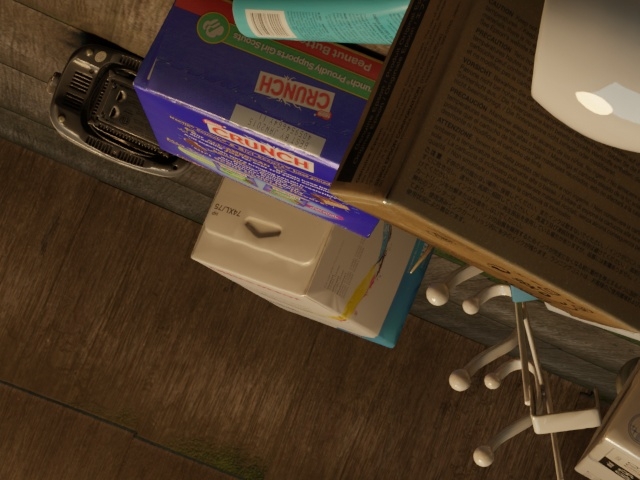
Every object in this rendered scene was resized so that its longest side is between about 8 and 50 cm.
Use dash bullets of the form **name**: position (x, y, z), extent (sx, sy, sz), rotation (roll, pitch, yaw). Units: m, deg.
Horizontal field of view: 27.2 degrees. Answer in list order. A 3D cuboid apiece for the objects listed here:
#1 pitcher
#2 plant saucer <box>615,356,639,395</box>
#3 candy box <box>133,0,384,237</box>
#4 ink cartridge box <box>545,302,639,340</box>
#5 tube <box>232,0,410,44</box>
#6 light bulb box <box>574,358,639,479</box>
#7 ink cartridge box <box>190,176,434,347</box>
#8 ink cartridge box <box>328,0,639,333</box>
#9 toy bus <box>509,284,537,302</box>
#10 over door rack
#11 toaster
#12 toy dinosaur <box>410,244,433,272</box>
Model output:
- **pitcher**: position (0.224, -0.116, 0.708), extent (0.207, 0.125, 0.178), rotation (10, 154, 11)
- **plant saucer**: position (0.614, 0.246, 1.839), extent (0.400, 0.100, 0.400), rotation (19, -158, -8)
- **candy box**: position (-0.035, -0.121, 1.352), extent (0.268, 0.122, 0.317), rotation (23, 174, 0)
- **ink cartridge box**: position (0.414, 0.067, 1.599), extent (0.324, 0.071, 0.330), rotation (19, 168, 22)
- **tube**: position (0.025, -0.181, 1.054), extent (0.207, 0.052, 0.080), rotation (11, 172, 33)
- **light bulb box**: position (0.467, 0.211, 1.272), extent (0.361, 0.225, 0.358), rotation (31, 171, 14)
- **ink cartridge box**: position (0.000, 0.000, 1.814), extent (0.198, 0.197, 0.270), rotation (18, 172, 33)
- **ink cartridge box**: position (0.150, -0.069, 0.902), extent (0.235, 0.193, 0.088), rotation (26, 174, -26)
- **toy bus**: position (0.195, -0.067, 1.112), extent (0.104, 0.202, 0.191), rotation (-9, 161, 5)
- **over door rack**: position (0.182, 0.145, 1.236), extent (0.324, 0.108, 0.239), rotation (-105, -4, -55)
- **toaster**: position (-0.236, -0.157, 1.676), extent (0.227, 0.129, 0.146), rotation (22, 177, -14)
- **toy dinosaur**: position (0.126, -0.059, 1.263), extent (0.053, 0.183, 0.092), rotation (10, 144, 3)
